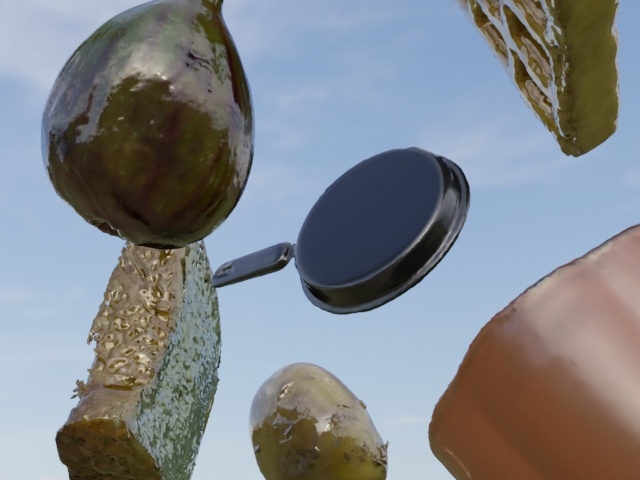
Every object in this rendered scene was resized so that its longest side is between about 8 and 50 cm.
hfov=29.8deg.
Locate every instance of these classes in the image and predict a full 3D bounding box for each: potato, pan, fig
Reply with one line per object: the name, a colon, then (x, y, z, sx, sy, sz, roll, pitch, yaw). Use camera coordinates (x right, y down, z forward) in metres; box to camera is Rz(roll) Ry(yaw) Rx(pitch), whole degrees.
potato: (-0.006, 0.214, 1.292, 0.176, 0.137, 0.137, 40, -9, 18)
pan: (0.000, 0.000, 0.840, 0.235, 0.136, 0.028, -16, -48, 39)
fig: (-0.077, -0.074, 0.620, 0.109, 0.155, 0.103, 30, -11, -20)

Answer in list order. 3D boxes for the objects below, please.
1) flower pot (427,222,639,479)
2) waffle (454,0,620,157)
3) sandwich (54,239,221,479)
flower pot: (0.174, 0.114, 0.592, 0.190, 0.173, 0.191, -21, -39, -18)
waffle: (0.134, -0.205, 0.842, 0.055, 0.221, 0.248, -28, -32, -2)
sandwich: (-0.150, 0.140, 1.076, 0.087, 0.251, 0.226, 6, -48, 6)
